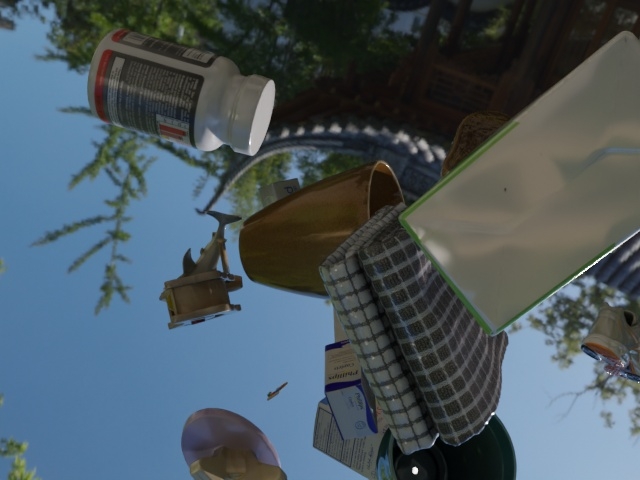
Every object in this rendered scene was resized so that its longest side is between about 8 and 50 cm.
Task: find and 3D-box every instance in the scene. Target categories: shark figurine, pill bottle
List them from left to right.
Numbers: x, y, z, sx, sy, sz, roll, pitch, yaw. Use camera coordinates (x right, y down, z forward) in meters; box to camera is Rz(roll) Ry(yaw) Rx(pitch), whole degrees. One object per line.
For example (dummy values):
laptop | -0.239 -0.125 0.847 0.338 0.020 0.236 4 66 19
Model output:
pill bottle | -0.298 -0.315 1.514 0.362 0.210 0.210 17 -155 4
shark figurine | -0.271 0.057 1.740 0.116 0.278 0.166 33 179 19

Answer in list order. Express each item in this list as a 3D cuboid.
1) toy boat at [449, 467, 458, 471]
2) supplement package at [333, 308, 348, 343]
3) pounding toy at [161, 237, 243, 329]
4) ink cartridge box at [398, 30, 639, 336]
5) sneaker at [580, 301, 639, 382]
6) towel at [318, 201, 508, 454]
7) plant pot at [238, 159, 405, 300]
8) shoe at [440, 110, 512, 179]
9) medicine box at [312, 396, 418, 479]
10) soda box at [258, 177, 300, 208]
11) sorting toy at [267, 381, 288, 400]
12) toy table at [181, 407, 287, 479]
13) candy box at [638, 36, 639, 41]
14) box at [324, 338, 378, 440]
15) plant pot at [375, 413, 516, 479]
toy boat | 0.357 0.642 1.653 0.148 0.318 0.268 -13 -121 -20
supplement package | 0.194 0.246 1.631 0.292 0.177 0.175 26 -132 -38
pounding toy | -0.249 0.086 1.358 0.154 0.155 0.269 -14 173 2
ink cartridge box | 0.204 -0.058 0.644 0.119 0.207 0.353 51 -165 3
sneaker | 0.632 0.213 1.426 0.099 0.121 0.262 13 164 44
towel | 0.131 0.076 0.820 0.235 0.121 0.283 63 -153 -6
plant pot | 0.000 0.000 1.163 0.254 0.237 0.237 -6 -162 21
shoe | 0.226 -0.127 1.026 0.076 0.058 0.219 25 -135 18
medicine box | 0.172 0.489 1.830 0.289 0.149 0.263 22 -153 29
soda box | -0.093 -0.036 2.081 0.098 0.287 0.091 -15 -179 -35
sorting toy | -0.138 0.453 2.067 0.012 0.083 0.062 51 -149 0
toy table | -0.186 0.498 1.438 0.274 0.252 0.161 43 -166 -21
candy box | 0.674 -0.400 1.320 0.109 0.053 0.187 29 173 22
box | 0.056 0.277 1.300 0.072 0.126 0.137 -15 -152 8
plant pot | 0.237 0.482 1.490 0.271 0.255 0.272 5 -114 -12
